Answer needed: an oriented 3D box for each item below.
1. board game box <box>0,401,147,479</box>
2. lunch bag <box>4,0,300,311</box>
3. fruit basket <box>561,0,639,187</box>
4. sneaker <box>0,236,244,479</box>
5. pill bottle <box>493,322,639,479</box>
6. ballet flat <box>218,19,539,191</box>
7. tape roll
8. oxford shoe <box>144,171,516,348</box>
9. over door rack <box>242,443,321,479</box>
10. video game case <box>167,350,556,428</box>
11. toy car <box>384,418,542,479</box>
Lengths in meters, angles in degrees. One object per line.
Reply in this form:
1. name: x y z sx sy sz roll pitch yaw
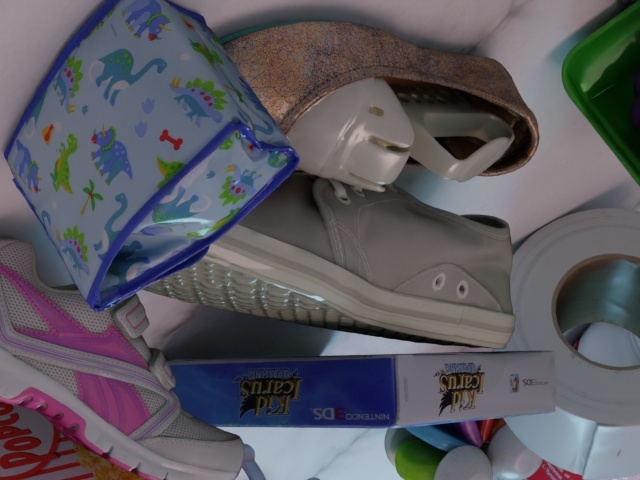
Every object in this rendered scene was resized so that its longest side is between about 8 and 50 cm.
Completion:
1. board game box: -0.221 0.138 0.921 0.193 0.146 0.045 -7 143 -43
2. lunch bag: -0.109 -0.051 0.753 0.151 0.129 0.096 -42 152 13
3. fruit basket: 0.388 -0.168 0.999 0.392 0.283 0.392 -34 171 -6
4. sneaker: -0.146 0.083 0.862 0.252 0.103 0.111 35 75 -25
5. pill bottle: 0.402 0.233 1.679 0.229 0.229 0.407 -13 147 -35
6. ballet flat: 0.049 -0.087 0.894 0.316 0.106 0.107 -6 142 -43
7. tape roll: 0.305 0.110 1.351 0.246 0.246 0.169 -29 152 -10
8. oxford shoe: 0.000 0.000 0.979 0.169 0.130 0.449 3 173 43
9. over door rack: -0.173 0.247 1.092 0.240 0.108 0.324 -4 169 -35
10. video game case: 0.029 0.129 1.117 0.270 0.061 0.244 -6 174 39
11. toy car: 0.166 0.218 1.515 0.182 0.159 0.136 -21 116 -23
